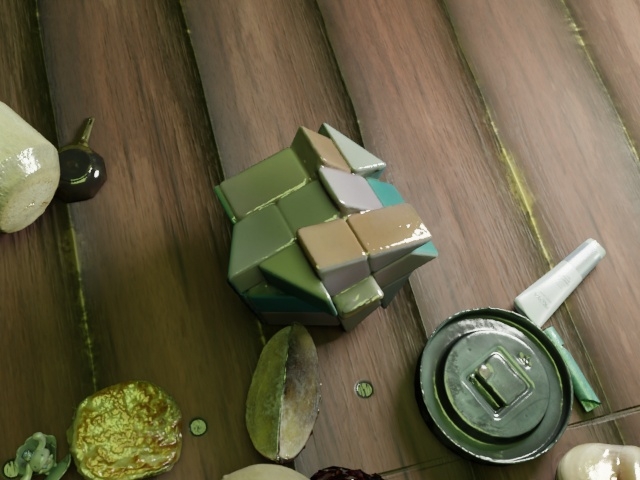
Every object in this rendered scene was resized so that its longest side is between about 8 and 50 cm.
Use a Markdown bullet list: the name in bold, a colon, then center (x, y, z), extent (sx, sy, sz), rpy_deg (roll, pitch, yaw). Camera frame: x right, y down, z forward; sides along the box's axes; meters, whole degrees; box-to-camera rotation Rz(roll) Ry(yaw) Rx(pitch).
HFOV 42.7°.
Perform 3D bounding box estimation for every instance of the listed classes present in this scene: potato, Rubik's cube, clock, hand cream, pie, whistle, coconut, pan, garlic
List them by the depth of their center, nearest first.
- **pie**: center (-0.349, 0.347, 1.475), extent (0.205, 0.084, 0.179), rpy_deg (-9, 69, -21)
- **garlic**: center (0.551, 0.447, 1.529), extent (0.217, 0.110, 0.228), rpy_deg (4, 23, 8)
- **potato**: center (-0.072, 0.295, 1.555), extent (0.100, 0.120, 0.261), rpy_deg (-8, 65, 34)
- **Rubik's cube**: center (0.000, 0.000, 1.566), extent (0.368, 0.387, 0.358), rpy_deg (-28, 67, -2)
- **coconut**: center (-0.652, -0.147, 1.581), extent (0.266, 0.237, 0.237), rpy_deg (41, 64, 4)
- **clock**: center (0.345, 0.291, 1.638), extent (0.319, 0.066, 0.319), rpy_deg (4, 64, -8)
- **whistle**: center (0.516, 0.264, 1.696), extent (0.039, 0.039, 0.186), rpy_deg (-21, 69, -19)
- **pan**: center (-0.524, -0.180, 1.720), extent (0.128, 0.048, 0.202), rpy_deg (-12, 67, -14)
- **hand cream**: center (0.521, 0.088, 1.777), extent (0.255, 0.048, 0.079), rpy_deg (-38, 77, -23)

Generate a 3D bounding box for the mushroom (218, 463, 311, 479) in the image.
- **mushroom**: center (-0.121, 0.503, 1.335), extent (0.292, 0.290, 0.292), rpy_deg (-1, 91, -30)

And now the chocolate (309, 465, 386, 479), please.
- **chocolate**: center (0.058, 0.492, 1.428), extent (0.224, 0.177, 0.206), rpy_deg (16, 63, -1)

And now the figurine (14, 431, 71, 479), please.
- **figurine**: center (-0.491, 0.387, 1.431), extent (0.086, 0.082, 0.094), rpy_deg (46, 67, -11)
